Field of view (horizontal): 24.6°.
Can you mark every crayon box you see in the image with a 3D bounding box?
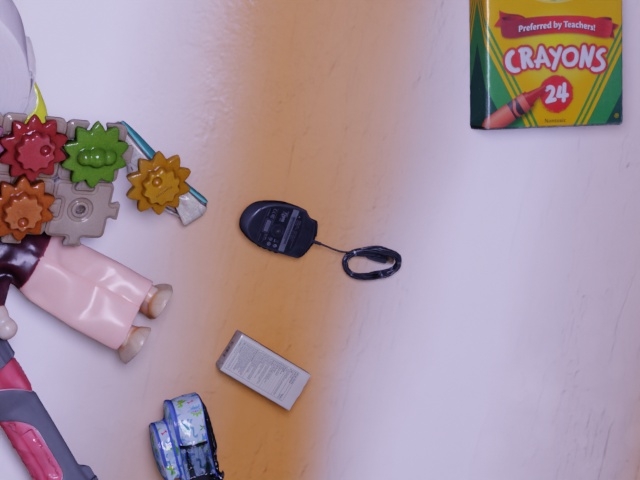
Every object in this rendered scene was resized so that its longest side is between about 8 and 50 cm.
[{"bbox_3d":[0.306,-0.314,2.007,0.202,0.081,0.318,-4,97,-12],"label":"crayon box"}]

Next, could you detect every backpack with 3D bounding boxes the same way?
[{"bbox_3d":[-0.182,0.264,1.948,0.084,0.105,0.114,-10,94,-13],"label":"backpack"}]

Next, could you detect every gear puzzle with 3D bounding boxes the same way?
[{"bbox_3d":[-0.314,-0.066,1.799,0.339,0.044,0.175,4,115,-29],"label":"gear puzzle"}]

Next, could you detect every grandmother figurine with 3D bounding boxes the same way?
[{"bbox_3d":[-0.369,0.031,1.885,0.342,0.104,0.208,33,61,-12],"label":"grandmother figurine"}]

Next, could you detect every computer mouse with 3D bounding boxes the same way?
[{"bbox_3d":[0.000,0.000,1.999,0.242,0.041,0.071,20,100,-21],"label":"computer mouse"}]

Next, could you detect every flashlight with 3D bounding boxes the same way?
[{"bbox_3d":[-0.388,0.261,1.903,0.103,0.103,0.304,-22,104,17],"label":"flashlight"}]

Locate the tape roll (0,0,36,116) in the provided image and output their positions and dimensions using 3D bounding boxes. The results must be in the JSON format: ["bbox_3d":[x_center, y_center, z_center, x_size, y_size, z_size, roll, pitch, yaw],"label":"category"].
[{"bbox_3d":[-0.530,-0.200,1.692,0.392,0.392,0.072,-4,55,-13],"label":"tape roll"}]

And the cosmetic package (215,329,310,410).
[{"bbox_3d":[-0.078,0.176,1.994,0.115,0.041,0.060,34,88,-15],"label":"cosmetic package"}]

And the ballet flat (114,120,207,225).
[{"bbox_3d":[-0.220,-0.084,1.924,0.052,0.057,0.168,-44,104,5],"label":"ballet flat"}]

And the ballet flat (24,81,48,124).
[{"bbox_3d":[-0.407,-0.221,1.850,0.077,0.077,0.231,-22,101,-10],"label":"ballet flat"}]
